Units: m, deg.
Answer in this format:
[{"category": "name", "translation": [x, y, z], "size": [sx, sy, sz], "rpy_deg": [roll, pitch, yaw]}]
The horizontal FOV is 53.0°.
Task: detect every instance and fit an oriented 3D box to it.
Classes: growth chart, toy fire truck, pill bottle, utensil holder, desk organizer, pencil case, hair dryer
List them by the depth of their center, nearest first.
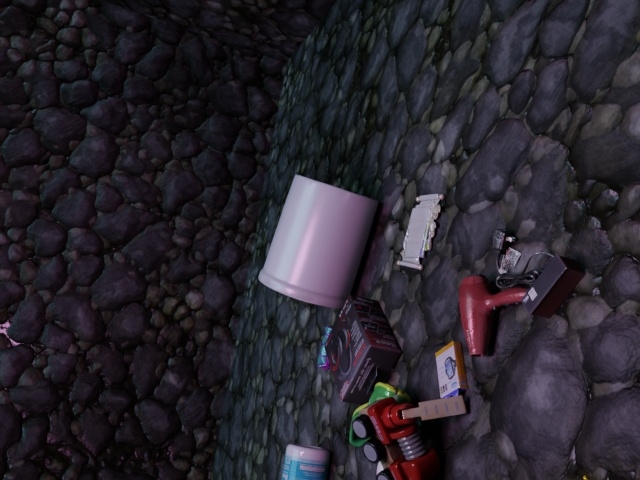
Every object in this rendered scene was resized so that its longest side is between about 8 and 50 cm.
[{"category": "desk organizer", "translation": [0.465, 0.094, 1.285], "size": [0.047, 0.050, 0.130], "rpy_deg": [-103, 33, -52]}, {"category": "hair dryer", "translation": [0.388, 0.127, 1.427], "size": [0.223, 0.080, 0.293], "rpy_deg": [-125, 51, -64]}, {"category": "toy fire truck", "translation": [0.231, 0.468, 1.525], "size": [0.246, 0.159, 0.216], "rpy_deg": [-34, 78, 50]}, {"category": "growth chart", "translation": [0.292, -0.027, 1.872], "size": [0.172, 0.021, 0.237], "rpy_deg": [-154, 79, -69]}, {"category": "pill bottle", "translation": [-0.058, 0.801, 2.075], "size": [0.146, 0.146, 0.263], "rpy_deg": [156, 125, -65]}, {"category": "utensil holder", "translation": [0.000, 0.000, 2.205], "size": [0.385, 0.328, 0.327], "rpy_deg": [-71, 20, 6]}, {"category": "pencil case", "translation": [0.031, 0.372, 2.240], "size": [0.070, 0.065, 0.151], "rpy_deg": [138, 143, -84]}]

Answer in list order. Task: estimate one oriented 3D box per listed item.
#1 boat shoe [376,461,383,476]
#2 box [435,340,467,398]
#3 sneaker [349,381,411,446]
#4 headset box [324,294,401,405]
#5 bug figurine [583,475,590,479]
[{"category": "boat shoe", "translation": [0.197, 0.560, 1.678], "size": [0.066, 0.063, 0.184], "rpy_deg": [-3, 71, 45]}, {"category": "box", "translation": [0.319, 0.323, 1.561], "size": [0.081, 0.028, 0.136], "rpy_deg": [129, 146, -49]}, {"category": "sneaker", "translation": [0.158, 0.483, 1.741], "size": [0.295, 0.110, 0.123], "rpy_deg": [115, -179, -49]}, {"category": "headset box", "translation": [0.125, 0.339, 1.945], "size": [0.293, 0.110, 0.218], "rpy_deg": [-111, 40, -58]}, {"category": "bug figurine", "translation": [0.515, 0.367, 0.941], "size": [0.278, 0.072, 0.216], "rpy_deg": [-62, 30, 23]}]
